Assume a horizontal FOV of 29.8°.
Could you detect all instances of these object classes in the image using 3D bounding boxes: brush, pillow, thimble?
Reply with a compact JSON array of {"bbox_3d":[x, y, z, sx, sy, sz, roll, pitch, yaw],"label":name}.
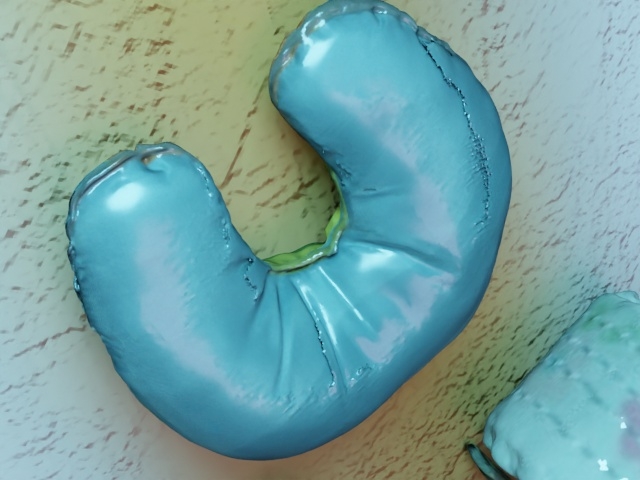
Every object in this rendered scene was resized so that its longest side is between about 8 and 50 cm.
[{"bbox_3d":[0.144,0.193,0.875,0.030,0.033,0.178,-37,137,9],"label":"brush"},{"bbox_3d":[0.000,0.000,0.589,0.233,0.086,0.214,-39,131,-13],"label":"pillow"},{"bbox_3d":[0.216,0.140,0.768,0.149,0.211,0.185,-46,110,1],"label":"thimble"}]
